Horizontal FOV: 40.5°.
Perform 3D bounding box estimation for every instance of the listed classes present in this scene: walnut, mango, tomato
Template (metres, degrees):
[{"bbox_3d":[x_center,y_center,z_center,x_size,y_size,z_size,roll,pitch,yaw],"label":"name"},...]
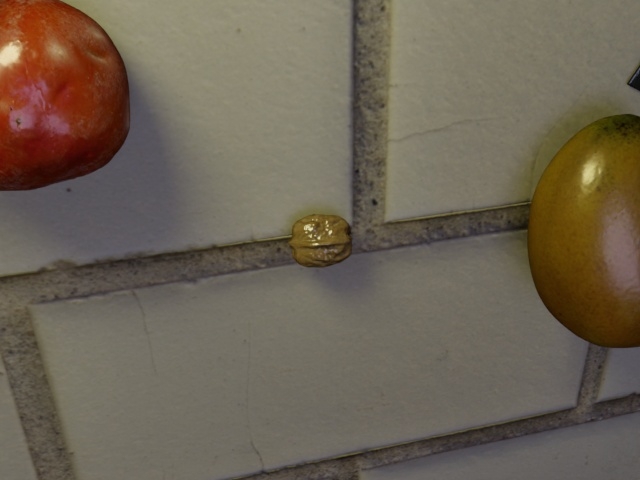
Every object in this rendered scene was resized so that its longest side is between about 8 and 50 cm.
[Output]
[{"bbox_3d":[0.000,0.000,1.269,0.096,0.082,0.078,-5,96,-14],"label":"walnut"},{"bbox_3d":[0.448,-0.007,1.328,0.264,0.221,0.377,-15,116,-2],"label":"mango"},{"bbox_3d":[-0.328,-0.163,0.981,0.232,0.188,0.231,-10,124,-15],"label":"tomato"}]

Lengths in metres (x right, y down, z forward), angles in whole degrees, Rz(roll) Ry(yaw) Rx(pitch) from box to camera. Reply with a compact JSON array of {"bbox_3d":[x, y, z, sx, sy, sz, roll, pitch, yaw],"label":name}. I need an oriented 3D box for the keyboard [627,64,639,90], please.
[{"bbox_3d":[0.533,-0.306,1.275,0.067,0.011,0.202,18,116,-26],"label":"keyboard"}]
